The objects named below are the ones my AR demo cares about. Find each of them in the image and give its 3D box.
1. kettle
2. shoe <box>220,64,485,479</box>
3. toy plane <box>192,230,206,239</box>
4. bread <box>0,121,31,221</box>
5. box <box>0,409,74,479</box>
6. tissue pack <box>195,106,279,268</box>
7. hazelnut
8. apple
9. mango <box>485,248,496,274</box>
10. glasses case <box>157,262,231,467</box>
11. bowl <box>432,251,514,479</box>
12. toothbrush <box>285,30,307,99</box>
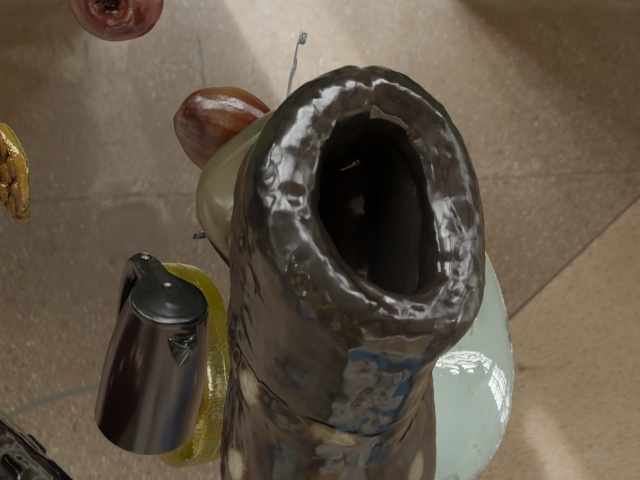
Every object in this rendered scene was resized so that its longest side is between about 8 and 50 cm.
[{"bbox_3d":[-0.226,0.144,1.350,0.144,0.232,0.202,-2,39,-28],"label":"kettle"},{"bbox_3d":[0.020,0.076,0.693,0.171,0.237,0.384,3,79,-11],"label":"shoe"},{"bbox_3d":[-0.046,-0.015,1.911,0.382,0.106,0.155,-22,48,-25],"label":"toy plane"},{"bbox_3d":[-0.330,-0.072,1.052,0.024,0.110,0.110,-17,70,-32],"label":"bread"},{"bbox_3d":[-0.447,0.250,1.308,0.073,0.289,0.290,-47,109,-17],"label":"box"},{"bbox_3d":[0.000,0.000,1.528,0.267,0.277,0.387,-37,118,7],"label":"tissue pack"},{"bbox_3d":[-0.179,-0.211,1.931,0.181,0.212,0.181,-28,63,-25],"label":"hazelnut"},{"bbox_3d":[-0.317,-0.380,1.526,0.153,0.153,0.120,16,29,-3],"label":"apple"},{"bbox_3d":[0.231,0.072,1.565,0.089,0.111,0.163,-7,30,18],"label":"mango"},{"bbox_3d":[-0.249,0.217,1.776,0.141,0.173,0.371,6,68,-55],"label":"glasses case"},{"bbox_3d":[0.039,0.115,1.250,0.435,0.196,0.434,21,60,-41],"label":"bowl"},{"bbox_3d":[-0.060,-0.370,2.200,0.019,0.013,0.193,14,94,-5],"label":"toothbrush"}]
